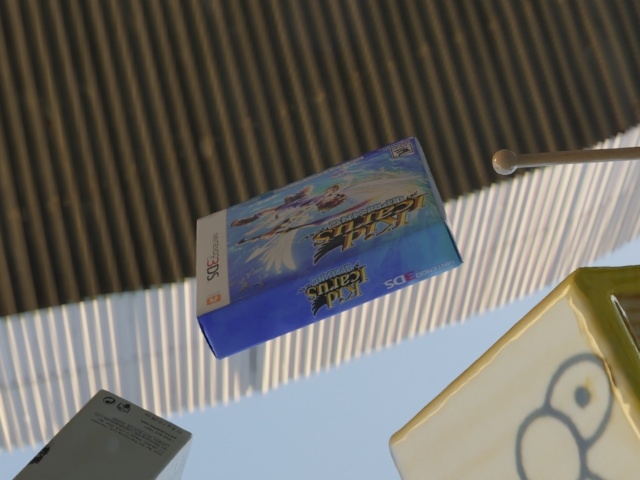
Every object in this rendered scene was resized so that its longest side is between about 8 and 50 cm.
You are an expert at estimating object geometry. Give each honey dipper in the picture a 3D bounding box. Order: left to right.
[{"bbox_3d":[0.201,-0.058,1.069,0.160,0.030,0.030,-5,-125,3],"label":"honey dipper"}]

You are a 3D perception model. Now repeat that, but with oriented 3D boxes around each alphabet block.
[{"bbox_3d":[0.191,0.142,0.903,0.193,0.197,0.192,-3,-121,-39],"label":"alphabet block"}]

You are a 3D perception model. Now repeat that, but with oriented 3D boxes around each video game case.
[{"bbox_3d":[0.000,0.000,1.618,0.269,0.061,0.244,-22,-155,5],"label":"video game case"}]

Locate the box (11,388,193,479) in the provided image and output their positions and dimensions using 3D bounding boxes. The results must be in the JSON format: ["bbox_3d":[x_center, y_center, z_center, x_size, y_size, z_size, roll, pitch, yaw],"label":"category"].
[{"bbox_3d":[-0.206,0.237,1.175,0.094,0.113,0.275,26,-149,11],"label":"box"}]
